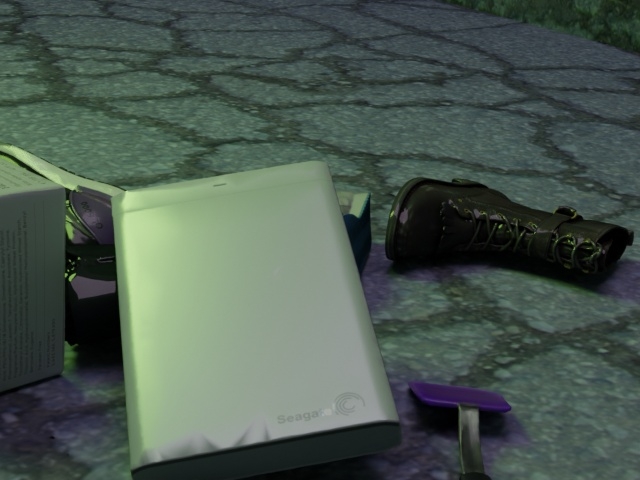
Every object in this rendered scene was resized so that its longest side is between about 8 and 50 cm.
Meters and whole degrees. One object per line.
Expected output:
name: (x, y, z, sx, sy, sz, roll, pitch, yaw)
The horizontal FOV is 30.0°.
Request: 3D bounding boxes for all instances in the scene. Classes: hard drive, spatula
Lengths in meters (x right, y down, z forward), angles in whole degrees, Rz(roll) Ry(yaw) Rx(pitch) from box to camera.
hard drive: (-0.065, 0.058, 0.994, 0.203, 0.040, 0.308, -10, 44, -5)
spatula: (0.122, 0.170, 0.948, 0.084, 0.030, 0.296, 6, 20, -2)

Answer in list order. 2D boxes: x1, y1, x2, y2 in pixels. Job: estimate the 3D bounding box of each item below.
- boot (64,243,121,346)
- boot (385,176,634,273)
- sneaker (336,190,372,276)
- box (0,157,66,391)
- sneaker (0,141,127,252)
boot: (-0.129, 0.070, 1.085, 0.207, 0.094, 0.246, -10, 33, -16)
boot: (0.223, -0.010, 1.375, 0.229, 0.091, 0.263, 17, 22, 33)
sneaker: (0.000, 0.000, 1.327, 0.092, 0.088, 0.229, 1, 12, 11)
box: (-0.322, 0.021, 1.045, 0.181, 0.182, 0.119, 23, 26, 40)
sneaker: (-0.338, -0.031, 1.304, 0.283, 0.107, 0.124, 13, 28, 23)
